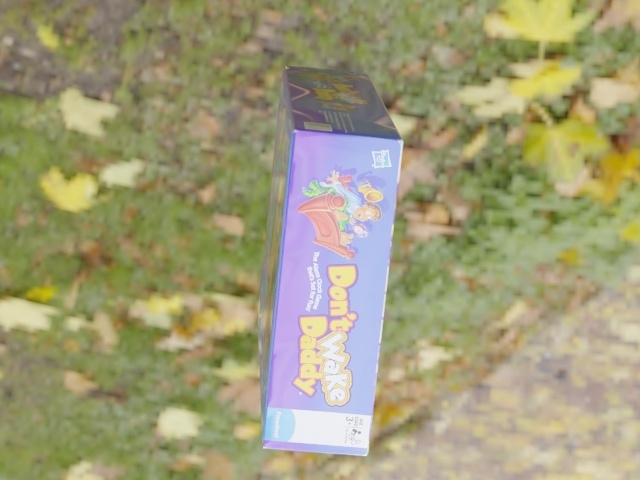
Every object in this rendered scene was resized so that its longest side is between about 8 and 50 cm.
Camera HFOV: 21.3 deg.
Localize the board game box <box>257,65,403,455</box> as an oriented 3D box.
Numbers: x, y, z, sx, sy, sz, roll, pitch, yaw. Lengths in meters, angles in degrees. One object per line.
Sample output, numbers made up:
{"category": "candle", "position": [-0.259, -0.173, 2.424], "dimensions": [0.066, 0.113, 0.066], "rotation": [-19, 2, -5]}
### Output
{"category": "board game box", "position": [0.000, 0.000, 1.354], "dimensions": [0.078, 0.347, 0.233], "rotation": [5, 103, -4]}
